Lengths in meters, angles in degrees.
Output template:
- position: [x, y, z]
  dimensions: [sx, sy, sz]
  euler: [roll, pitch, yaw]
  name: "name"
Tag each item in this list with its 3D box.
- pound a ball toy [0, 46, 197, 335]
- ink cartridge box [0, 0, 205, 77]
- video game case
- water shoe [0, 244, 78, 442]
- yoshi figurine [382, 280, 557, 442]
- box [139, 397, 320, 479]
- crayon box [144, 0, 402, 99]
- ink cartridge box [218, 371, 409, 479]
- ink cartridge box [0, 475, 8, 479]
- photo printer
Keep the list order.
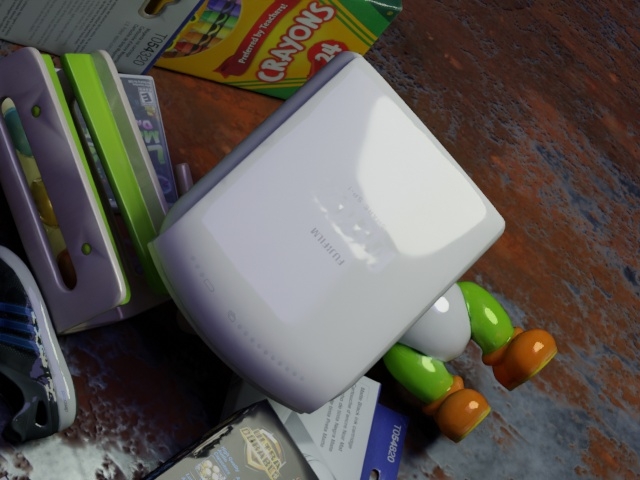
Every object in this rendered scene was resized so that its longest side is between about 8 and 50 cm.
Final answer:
- position: [-0.226, -0.030, 1.519]
  dimensions: [0.208, 0.135, 0.319]
  euler: [-11, 79, -60]
  name: "pound a ball toy"
- position: [-0.273, -0.312, 1.522]
  dimensions: [0.330, 0.324, 0.071]
  euler: [13, 59, -27]
  name: "ink cartridge box"
- position: [-0.257, -0.110, 1.616]
  dimensions: [0.190, 0.022, 0.173]
  euler: [1, 64, -33]
  name: "video game case"
- position: [-0.305, 0.097, 1.433]
  dimensions: [0.080, 0.073, 0.203]
  euler: [-18, 72, -31]
  name: "water shoe"
- position: [0.089, 0.035, 1.616]
  dimensions: [0.362, 0.203, 0.203]
  euler: [49, 35, 6]
  name: "yoshi figurine"
- position: [-0.086, 0.347, 1.383]
  dimensions: [0.293, 0.073, 0.295]
  euler: [-34, 92, -39]
  name: "box"
- position: [-0.093, -0.272, 1.697]
  dimensions: [0.318, 0.202, 0.081]
  euler: [12, 54, -26]
  name: "crayon box"
- position: [-0.005, 0.231, 1.567]
  dimensions: [0.224, 0.045, 0.223]
  euler: [27, 52, -18]
  name: "ink cartridge box"
- position: [-0.338, 0.307, 1.306]
  dimensions: [0.207, 0.046, 0.097]
  euler: [-32, 83, -40]
  name: "ink cartridge box"
- position: [0.000, 0.000, 1.469]
  dimensions: [0.307, 0.107, 0.256]
  euler: [-43, 98, -17]
  name: "photo printer"
